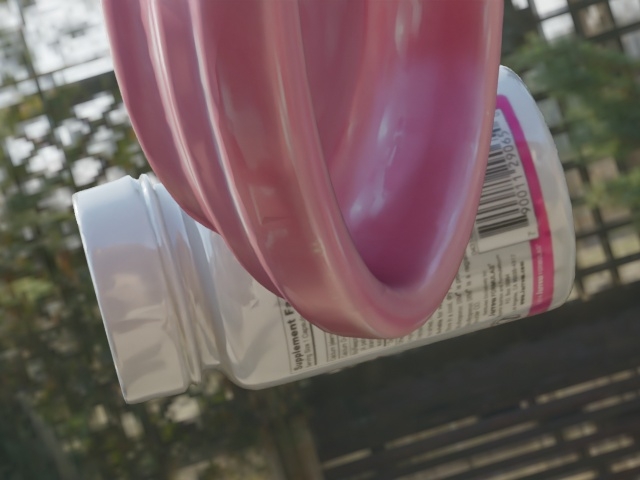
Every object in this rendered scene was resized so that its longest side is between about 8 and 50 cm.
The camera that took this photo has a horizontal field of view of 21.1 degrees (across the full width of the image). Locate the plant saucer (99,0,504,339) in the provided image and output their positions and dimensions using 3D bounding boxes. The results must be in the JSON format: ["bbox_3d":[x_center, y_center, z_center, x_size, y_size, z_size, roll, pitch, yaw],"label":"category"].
[{"bbox_3d":[0.000,-0.129,0.652,0.084,0.332,0.332,1,6,17],"label":"plant saucer"}]

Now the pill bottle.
[{"bbox_3d":[0.000,0.000,1.059,0.283,0.160,0.160,-14,0,-7],"label":"pill bottle"}]
